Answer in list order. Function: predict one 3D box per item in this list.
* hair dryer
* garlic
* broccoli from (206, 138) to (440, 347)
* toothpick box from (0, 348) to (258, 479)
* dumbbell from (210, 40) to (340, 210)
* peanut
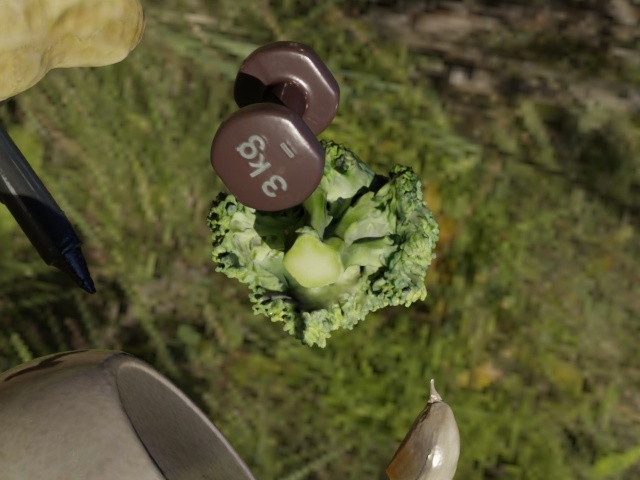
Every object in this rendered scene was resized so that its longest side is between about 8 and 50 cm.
[{"bbox_3d":[-0.387,-0.069,2.070,0.352,0.189,0.107,56,11,5],"label":"hair dryer"},{"bbox_3d":[0.135,0.261,2.154,0.152,0.084,0.066,-65,165,19],"label":"garlic"},{"bbox_3d":[0.007,0.006,2.236,0.235,0.288,0.260,55,18,-38],"label":"broccoli"},{"bbox_3d":[-0.269,0.342,1.610,0.425,0.409,0.409,-39,172,8],"label":"toothpick box"},{"bbox_3d":[-0.052,-0.143,2.120,0.140,0.124,0.225,54,23,-21],"label":"dumbbell"},{"bbox_3d":[-0.316,-0.230,1.683,0.340,0.174,0.158,-32,143,-44],"label":"peanut"}]
